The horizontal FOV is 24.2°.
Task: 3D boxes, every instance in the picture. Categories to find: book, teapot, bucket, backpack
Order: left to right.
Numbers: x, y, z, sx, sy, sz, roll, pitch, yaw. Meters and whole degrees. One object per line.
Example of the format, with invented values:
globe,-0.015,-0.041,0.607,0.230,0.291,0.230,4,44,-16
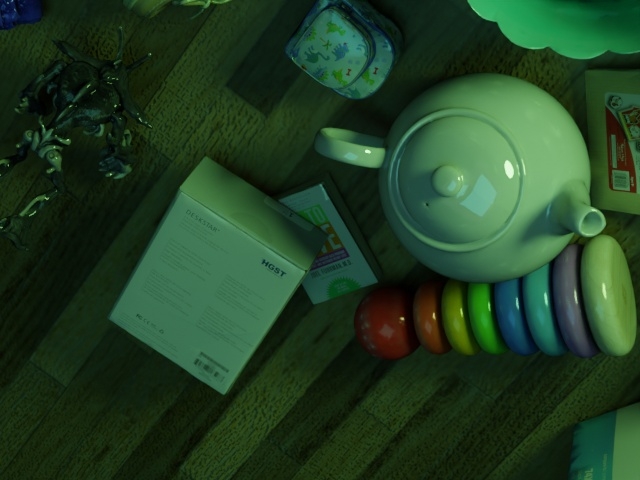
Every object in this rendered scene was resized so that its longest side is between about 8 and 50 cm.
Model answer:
book,0.000,0.000,1.815,0.096,0.035,0.144,-21,109,26
backpack,0.028,-0.215,1.674,0.114,0.084,0.105,35,120,-7
teapot,0.158,-0.068,1.619,0.256,0.187,0.252,-31,81,24
bucket,0.274,-0.334,1.501,0.281,0.183,0.281,5,115,11

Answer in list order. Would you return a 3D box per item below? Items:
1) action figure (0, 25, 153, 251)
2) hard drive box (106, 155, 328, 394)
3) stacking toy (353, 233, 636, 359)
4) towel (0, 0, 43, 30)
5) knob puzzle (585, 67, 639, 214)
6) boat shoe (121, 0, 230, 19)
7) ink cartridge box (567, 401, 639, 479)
action figure,-0.303,-0.129,1.774,0.164,0.141,0.276,43,91,1
hard drive box,-0.127,0.046,1.816,0.181,0.089,0.232,34,125,-1
stacking toy,0.194,0.087,1.753,0.330,0.141,0.141,-10,112,23
towel,-0.449,-0.392,1.716,0.227,0.076,0.308,2,115,12
knob puzzle,0.391,-0.108,1.647,0.213,0.030,0.213,17,124,26
boat shoe,-0.092,-0.311,1.648,0.285,0.104,0.089,-27,103,23
ink cartridge box,0.453,0.297,1.742,0.270,0.197,0.198,-23,107,22
